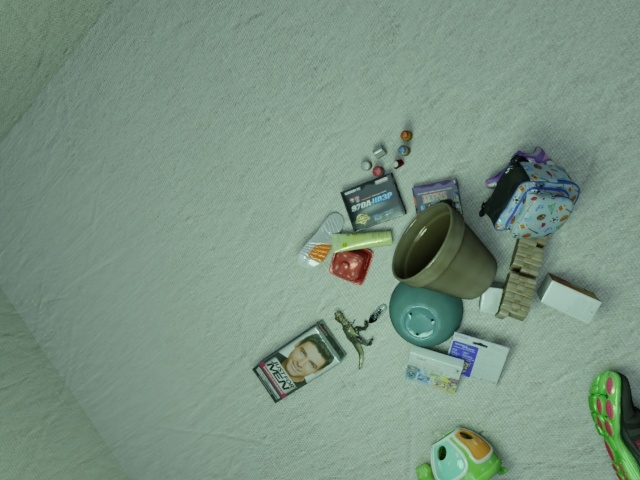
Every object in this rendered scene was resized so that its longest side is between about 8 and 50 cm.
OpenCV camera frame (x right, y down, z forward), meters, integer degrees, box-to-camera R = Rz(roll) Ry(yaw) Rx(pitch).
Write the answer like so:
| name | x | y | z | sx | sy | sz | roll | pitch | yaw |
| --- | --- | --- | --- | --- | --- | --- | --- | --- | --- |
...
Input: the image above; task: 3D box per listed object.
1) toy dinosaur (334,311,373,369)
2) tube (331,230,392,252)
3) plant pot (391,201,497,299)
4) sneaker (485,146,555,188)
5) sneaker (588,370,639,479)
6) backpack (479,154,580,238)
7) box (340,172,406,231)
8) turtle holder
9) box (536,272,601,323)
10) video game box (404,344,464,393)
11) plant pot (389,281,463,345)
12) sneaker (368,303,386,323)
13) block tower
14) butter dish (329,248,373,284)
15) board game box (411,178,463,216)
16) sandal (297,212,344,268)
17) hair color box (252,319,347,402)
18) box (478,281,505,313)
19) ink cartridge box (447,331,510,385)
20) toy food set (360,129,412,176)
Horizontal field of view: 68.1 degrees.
| name | x | y | z | sx | sy | sz | roll | pitch | yaw |
| --- | --- | --- | --- | --- | --- | --- | --- | --- | --- |
| toy dinosaur | 0.156 | 0.402 | 1.982 | 0.118 | 0.064 | 0.268 | -25 | 92 | 27 |
| tube | 0.164 | 0.001 | 1.887 | 0.240 | 0.070 | 0.062 | -5 | 105 | 8 |
| plant pot | 0.463 | 0.069 | 1.704 | 0.280 | 0.323 | 0.323 | 31 | 109 | -16 |
| sneaker | 0.697 | -0.259 | 1.684 | 0.237 | 0.095 | 0.104 | -22 | 84 | 16 |
| sneaker | 1.104 | 0.669 | 1.664 | 0.202 | 0.185 | 0.482 | -21 | 95 | 2 |
| backpack | 0.722 | -0.137 | 1.586 | 0.276 | 0.264 | 0.213 | 106 | 151 | -50 |
| box | 0.210 | -0.150 | 1.880 | 0.220 | 0.051 | 0.175 | -19 | 92 | 21 |
| turtle holder | 0.541 | 0.875 | 1.856 | 0.227 | 0.243 | 0.320 | 54 | 151 | 20 |
| box | 0.871 | 0.201 | 1.669 | 0.171 | 0.130 | 0.091 | 26 | 106 | 13 |
| video game box | 0.444 | 0.509 | 1.861 | 0.205 | 0.048 | 0.187 | 14 | 132 | 16 |
| plant pot | 0.391 | 0.286 | 1.810 | 0.290 | 0.195 | 0.290 | 3 | 100 | 19 |
| sneaker | 0.231 | 0.306 | 1.934 | 0.038 | 0.069 | 0.098 | 40 | 108 | 9 |
| block tower | 0.709 | 0.121 | 1.663 | 0.097 | 0.091 | 0.335 | 19 | 75 | 16 |
| butter dish | 0.112 | 0.096 | 1.916 | 0.160 | 0.118 | 0.160 | 22 | 104 | 14 |
| board game box | 0.445 | -0.150 | 1.803 | 0.170 | 0.048 | 0.141 | -10 | 96 | 20 |
| sandal | 0.009 | 0.006 | 1.967 | 0.102 | 0.076 | 0.265 | 37 | 87 | 0 |
| hair color box | -0.093 | 0.525 | 2.054 | 0.374 | 0.114 | 0.185 | -37 | 86 | 19 |
| box | 0.641 | 0.212 | 1.764 | 0.087 | 0.102 | 0.101 | 7 | 101 | 15 |
| ink cartridge box | 0.596 | 0.444 | 1.812 | 0.206 | 0.045 | 0.208 | 15 | 124 | 17 |
| toy food set | 0.258 | -0.321 | 1.808 | 0.232 | 0.104 | 0.111 | -30 | 88 | 20 |
